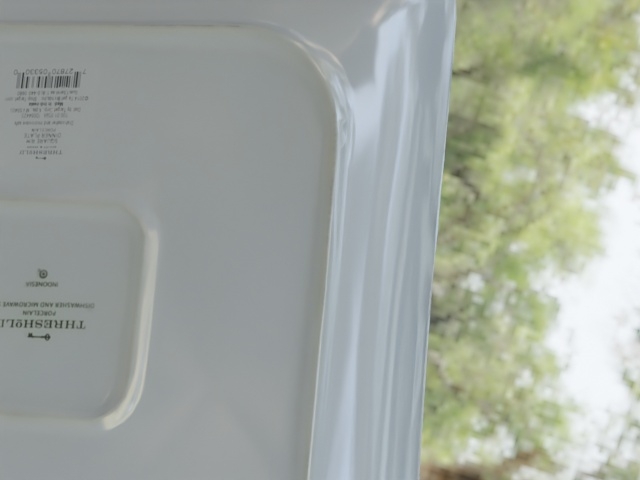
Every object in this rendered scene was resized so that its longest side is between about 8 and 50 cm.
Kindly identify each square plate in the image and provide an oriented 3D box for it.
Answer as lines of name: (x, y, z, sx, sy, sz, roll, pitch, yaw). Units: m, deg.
square plate: (-0.123, 0.034, 0.738, 0.049, 0.347, 0.344, 43, 51, -73)
